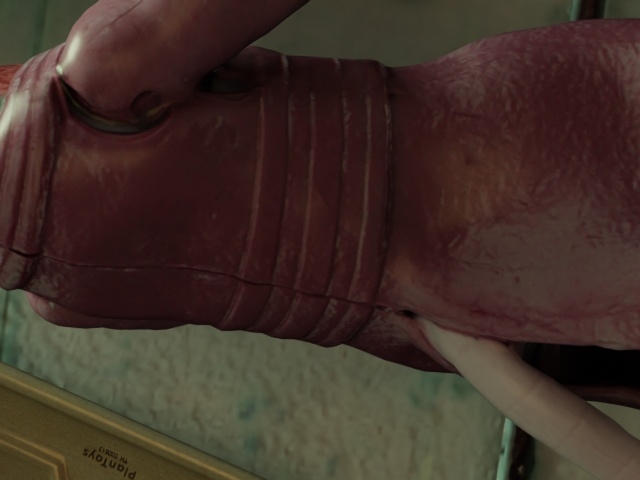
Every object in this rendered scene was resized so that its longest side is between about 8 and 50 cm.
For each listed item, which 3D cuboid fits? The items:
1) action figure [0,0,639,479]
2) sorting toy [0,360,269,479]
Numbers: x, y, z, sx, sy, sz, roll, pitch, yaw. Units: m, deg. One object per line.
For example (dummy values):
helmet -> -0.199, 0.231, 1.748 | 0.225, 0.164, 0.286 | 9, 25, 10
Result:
action figure -> 0.000, 0.000, 0.545 | 0.370, 0.275, 0.248 | 6, 136, -9
sorting toy -> -0.117, 0.168, 0.703 | 0.193, 0.038, 0.208 | 23, 100, 7
